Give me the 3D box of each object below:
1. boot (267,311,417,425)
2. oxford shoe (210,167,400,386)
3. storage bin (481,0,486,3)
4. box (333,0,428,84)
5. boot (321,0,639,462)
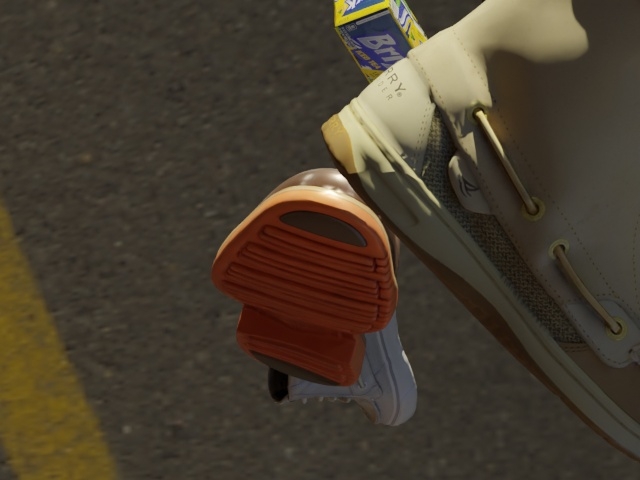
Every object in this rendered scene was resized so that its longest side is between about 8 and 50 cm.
[{"bbox_3d":[0.006,0.105,1.682,0.123,0.095,0.258,-32,143,-13],"label":"boot"},{"bbox_3d":[0.000,0.000,1.386,0.130,0.364,0.133,19,73,0],"label":"oxford shoe"},{"bbox_3d":[0.177,-0.129,1.157,0.135,0.098,0.091,-20,66,-1],"label":"storage bin"},{"bbox_3d":[0.072,-0.173,1.799,0.169,0.059,0.054,54,25,-42],"label":"box"},{"bbox_3d":[0.158,-0.027,0.879,0.203,0.095,0.262,-44,102,9],"label":"boot"}]
